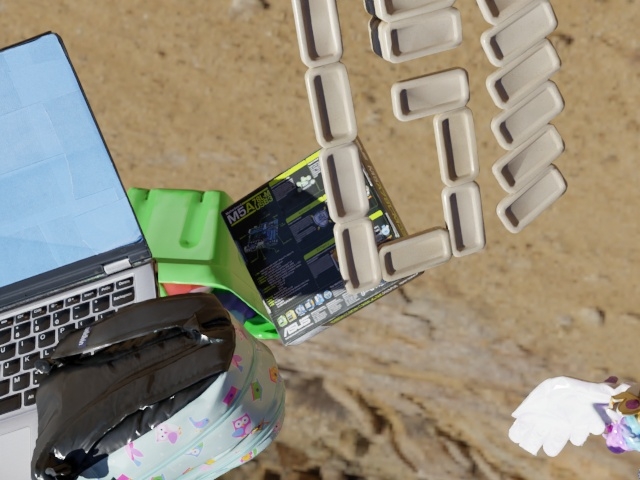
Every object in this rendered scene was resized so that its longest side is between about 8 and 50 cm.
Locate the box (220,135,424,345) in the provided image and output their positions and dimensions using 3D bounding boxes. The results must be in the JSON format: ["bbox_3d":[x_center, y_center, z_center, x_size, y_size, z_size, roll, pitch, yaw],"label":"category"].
[{"bbox_3d":[0.000,0.000,1.297,0.190,0.184,0.045,-32,164,20],"label":"box"}]

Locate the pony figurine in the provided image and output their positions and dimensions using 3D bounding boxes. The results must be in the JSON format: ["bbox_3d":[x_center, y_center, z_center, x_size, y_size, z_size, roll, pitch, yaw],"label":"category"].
[{"bbox_3d":[0.473,0.243,1.588,0.303,0.363,0.351,42,139,25],"label":"pony figurine"}]

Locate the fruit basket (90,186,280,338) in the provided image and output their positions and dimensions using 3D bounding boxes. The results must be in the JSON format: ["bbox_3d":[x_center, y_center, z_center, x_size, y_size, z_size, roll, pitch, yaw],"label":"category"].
[{"bbox_3d":[-0.228,0.131,1.805,0.282,0.392,0.392,3,161,17],"label":"fruit basket"}]

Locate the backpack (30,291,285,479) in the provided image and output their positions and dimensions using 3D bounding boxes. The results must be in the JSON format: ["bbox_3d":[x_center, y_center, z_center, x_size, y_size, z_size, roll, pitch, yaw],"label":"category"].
[{"bbox_3d":[-0.120,0.122,0.835,0.182,0.152,0.115,-29,133,11],"label":"backpack"}]

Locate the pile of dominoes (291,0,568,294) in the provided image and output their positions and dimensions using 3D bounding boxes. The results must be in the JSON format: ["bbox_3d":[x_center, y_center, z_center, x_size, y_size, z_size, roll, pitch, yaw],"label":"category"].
[{"bbox_3d":[0.082,-0.104,0.808,0.195,0.251,0.040,-17,-155,-15],"label":"pile of dominoes"}]

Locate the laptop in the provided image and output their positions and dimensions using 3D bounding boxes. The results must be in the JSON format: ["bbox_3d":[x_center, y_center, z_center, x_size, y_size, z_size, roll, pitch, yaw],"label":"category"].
[{"bbox_3d":[-0.382,0.060,1.134,0.381,0.408,0.236,-19,140,8],"label":"laptop"}]
